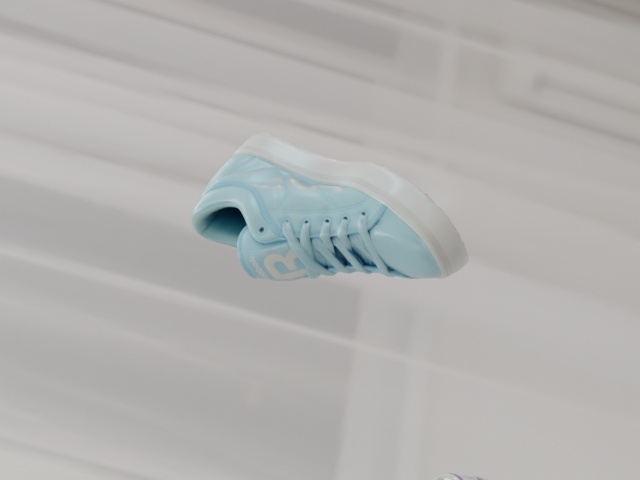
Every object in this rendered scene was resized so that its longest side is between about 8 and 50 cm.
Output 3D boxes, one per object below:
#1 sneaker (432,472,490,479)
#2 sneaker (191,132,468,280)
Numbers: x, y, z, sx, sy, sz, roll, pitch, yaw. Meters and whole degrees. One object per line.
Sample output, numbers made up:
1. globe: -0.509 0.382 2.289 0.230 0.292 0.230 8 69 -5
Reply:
1. sneaker: 0.149 0.322 1.553 0.102 0.161 0.282 -35 53 21
2. sneaker: 0.000 0.000 1.973 0.150 0.135 0.366 -48 35 -18
